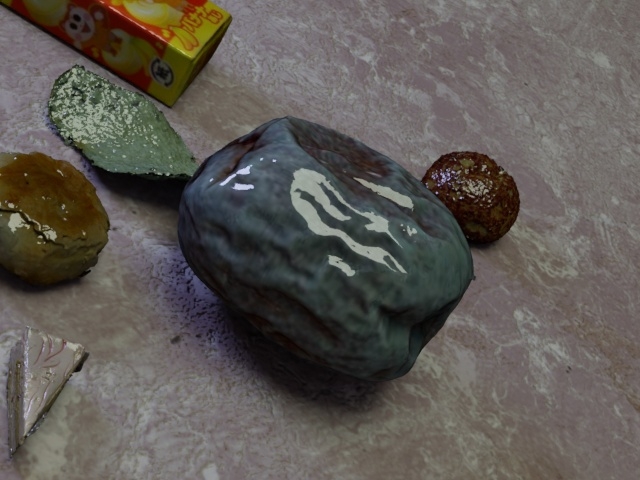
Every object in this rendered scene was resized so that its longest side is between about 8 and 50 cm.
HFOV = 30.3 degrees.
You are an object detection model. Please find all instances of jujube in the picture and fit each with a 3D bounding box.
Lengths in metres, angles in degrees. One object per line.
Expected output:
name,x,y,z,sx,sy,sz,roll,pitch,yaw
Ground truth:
jujube,-0.005,0.008,1.231,0.308,0.215,0.246,36,28,11

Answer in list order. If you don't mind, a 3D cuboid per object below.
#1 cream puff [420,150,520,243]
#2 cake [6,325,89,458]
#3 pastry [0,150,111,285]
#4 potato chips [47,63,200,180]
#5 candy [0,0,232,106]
cream puff,0.204,-0.068,1.575,0.149,0.084,0.149,22,38,-19
cake,-0.259,0.136,1.043,0.065,0.052,0.121,32,38,-11
pastry,-0.281,-0.026,1.175,0.153,0.081,0.153,19,36,-15
potato chips,-0.202,-0.114,1.351,0.228,0.059,0.167,41,32,18
candy,-0.262,-0.296,1.476,0.276,0.088,0.146,31,39,-5
